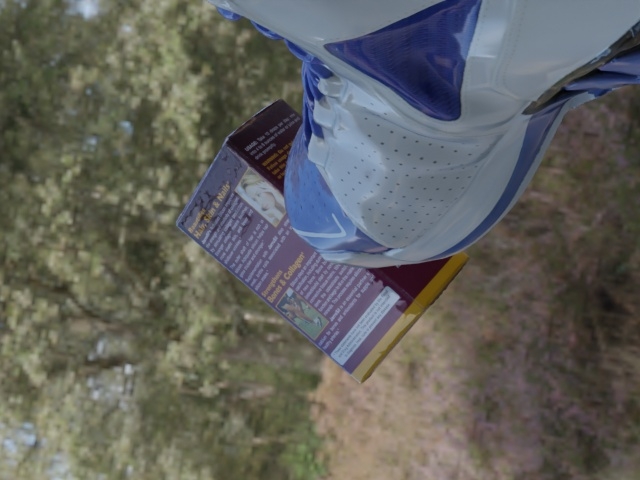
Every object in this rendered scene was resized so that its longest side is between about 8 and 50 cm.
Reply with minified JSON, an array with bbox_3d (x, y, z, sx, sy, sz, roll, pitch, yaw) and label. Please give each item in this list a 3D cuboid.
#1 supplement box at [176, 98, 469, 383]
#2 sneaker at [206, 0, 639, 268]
[{"bbox_3d":[0.000,0.000,0.904,0.081,0.188,0.104,-43,-8,-47],"label":"supplement box"},{"bbox_3d":[0.026,-0.098,0.449,0.315,0.182,0.127,144,137,-61],"label":"sneaker"}]
